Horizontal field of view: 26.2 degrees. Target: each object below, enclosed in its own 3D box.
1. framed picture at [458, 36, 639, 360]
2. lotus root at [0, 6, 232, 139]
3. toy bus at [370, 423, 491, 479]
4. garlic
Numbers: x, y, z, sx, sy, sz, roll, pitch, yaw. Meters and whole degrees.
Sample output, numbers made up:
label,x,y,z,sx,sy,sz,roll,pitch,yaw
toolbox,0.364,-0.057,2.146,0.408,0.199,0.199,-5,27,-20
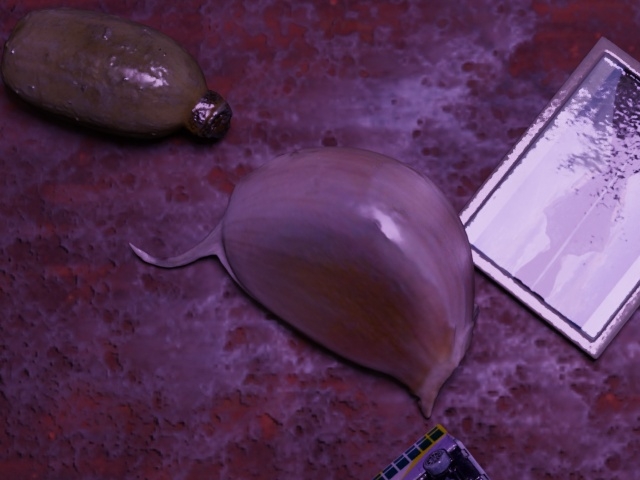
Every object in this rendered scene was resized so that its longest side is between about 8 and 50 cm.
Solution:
label,x,y,z,sx,sy,sz,roll,pitch,yaw
framed picture,0.208,-0.034,1.030,0.150,0.015,0.203,39,84,10
lotus root,-0.154,-0.124,1.044,0.183,0.077,0.090,20,81,10
toy bus,0.064,0.182,0.974,0.102,0.058,0.052,-39,107,-3
garlic,-0.002,-0.004,1.003,0.267,0.128,0.148,26,78,18
